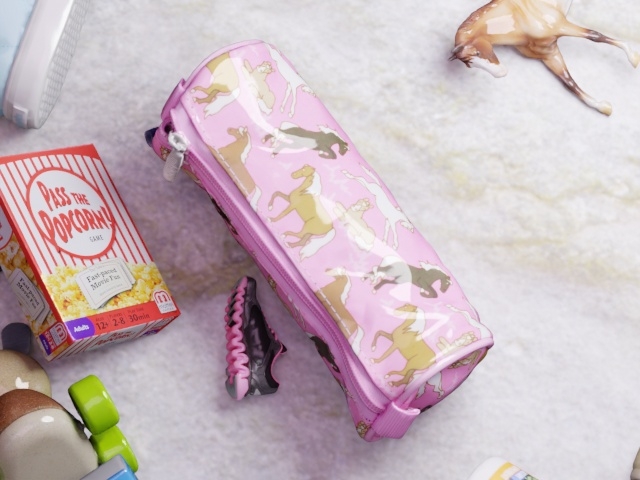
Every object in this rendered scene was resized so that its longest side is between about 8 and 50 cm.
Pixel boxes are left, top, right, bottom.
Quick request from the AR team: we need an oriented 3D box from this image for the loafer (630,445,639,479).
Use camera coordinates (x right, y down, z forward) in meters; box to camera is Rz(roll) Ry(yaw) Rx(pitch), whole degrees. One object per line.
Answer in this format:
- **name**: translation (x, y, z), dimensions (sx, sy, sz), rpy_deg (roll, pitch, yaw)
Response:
- **loafer**: translation (0.364, 0.207, 1.853), dimensions (0.148, 0.056, 0.050), rpy_deg (2, 82, -1)

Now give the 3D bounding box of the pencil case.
- **pencil case**: translation (0.000, 0.000, 1.848), dimensions (0.167, 0.160, 0.386), rpy_deg (-36, 80, -10)

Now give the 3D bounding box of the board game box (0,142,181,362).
- **board game box**: translation (-0.234, 0.008, 1.855), dimensions (0.146, 0.045, 0.193), rpy_deg (-14, 71, -51)

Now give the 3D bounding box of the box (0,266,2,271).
- **box**: translation (-0.358, -0.040, 1.905), dimensions (0.059, 0.054, 0.169), rpy_deg (-39, 80, -10)

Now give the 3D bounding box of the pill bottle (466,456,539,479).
- **pill bottle**: translation (0.229, 0.321, 1.754), dimensions (0.272, 0.152, 0.152), rpy_deg (31, 77, 16)

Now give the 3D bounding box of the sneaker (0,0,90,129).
- **sneaker**: translation (-0.285, -0.299, 1.931), dimensions (0.150, 0.135, 0.366), rpy_deg (17, 75, 0)

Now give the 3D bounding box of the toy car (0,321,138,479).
- **toy car**: translation (-0.285, 0.160, 1.839), dimensions (0.155, 0.149, 0.188), rpy_deg (-28, 50, -14)

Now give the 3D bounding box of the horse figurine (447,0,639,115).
- **horse figurine**: translation (0.252, -0.250, 1.964), dimensions (0.174, 0.066, 0.263), rpy_deg (26, 79, -1)

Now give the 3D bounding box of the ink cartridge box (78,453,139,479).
- **ink cartridge box**: translation (-0.180, 0.318, 1.768), dimensions (0.148, 0.086, 0.203), rpy_deg (-35, 99, -8)

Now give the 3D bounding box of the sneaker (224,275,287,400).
- **sneaker**: translation (-0.060, 0.093, 1.886), dimensions (0.057, 0.047, 0.119), rpy_deg (2, 79, -16)
